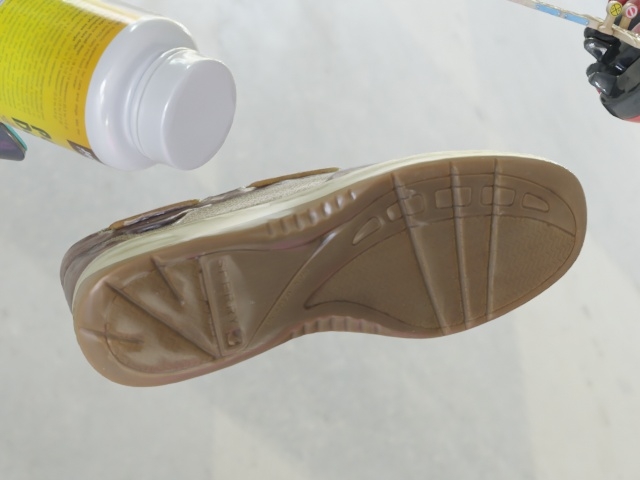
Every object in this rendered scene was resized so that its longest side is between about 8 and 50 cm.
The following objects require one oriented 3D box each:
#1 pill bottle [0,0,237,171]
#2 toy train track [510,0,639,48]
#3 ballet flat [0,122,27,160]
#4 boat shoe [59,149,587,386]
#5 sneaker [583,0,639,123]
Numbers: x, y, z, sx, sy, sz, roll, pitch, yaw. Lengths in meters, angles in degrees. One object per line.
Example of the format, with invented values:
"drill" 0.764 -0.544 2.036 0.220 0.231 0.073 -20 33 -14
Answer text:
"pill bottle" -0.169 -0.123 1.339 0.117 0.215 0.117 -35 136 -42
"toy train track" 0.106 -0.094 0.730 0.083 0.014 0.048 13 16 -26
"ballet flat" -0.375 -0.133 1.793 0.203 0.074 0.074 51 25 -32
"boat shoe" 0.000 0.000 1.168 0.123 0.342 0.123 -131 -151 -61
"sneaker" 0.220 -0.153 1.006 0.135 0.097 0.276 27 47 -21
